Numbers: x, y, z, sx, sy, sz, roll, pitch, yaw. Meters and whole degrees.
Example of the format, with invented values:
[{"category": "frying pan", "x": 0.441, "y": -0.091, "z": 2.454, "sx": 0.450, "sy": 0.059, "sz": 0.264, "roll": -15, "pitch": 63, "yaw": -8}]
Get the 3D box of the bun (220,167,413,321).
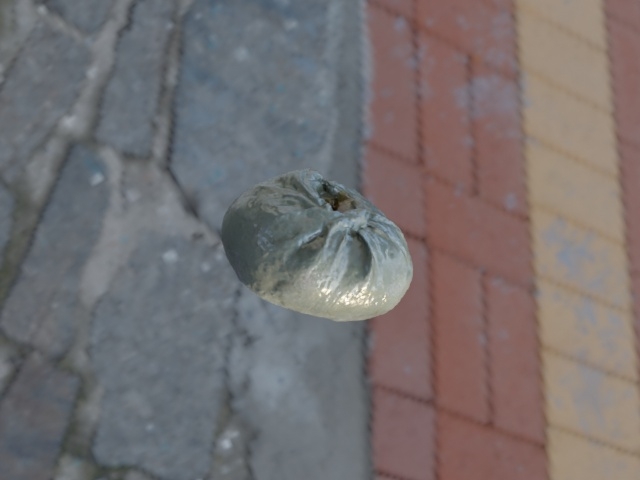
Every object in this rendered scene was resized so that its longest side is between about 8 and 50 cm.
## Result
[{"category": "bun", "x": 0.000, "y": 0.000, "z": 0.764, "sx": 0.083, "sy": 0.045, "sz": 0.083, "roll": 19, "pitch": 27, "yaw": -10}]
